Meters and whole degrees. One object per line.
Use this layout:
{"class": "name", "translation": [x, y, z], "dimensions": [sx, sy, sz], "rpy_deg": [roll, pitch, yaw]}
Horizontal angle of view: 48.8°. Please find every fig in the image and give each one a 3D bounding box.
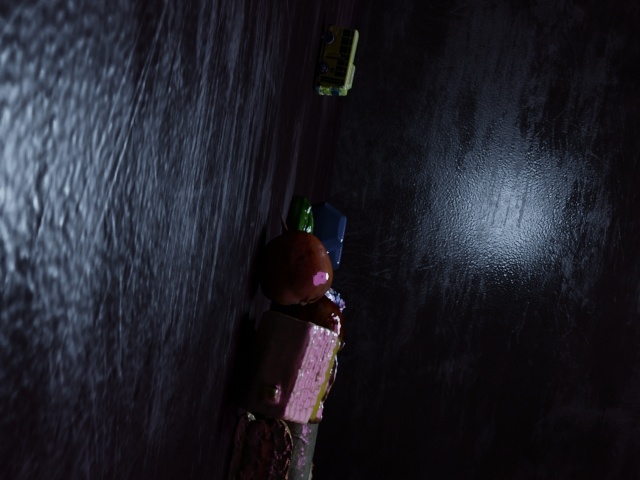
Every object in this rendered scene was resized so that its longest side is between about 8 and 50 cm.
{"class": "fig", "translation": [-0.066, 0.221, 1.824], "dimensions": [0.290, 0.190, 0.191], "rpy_deg": [-4, -107, 54]}

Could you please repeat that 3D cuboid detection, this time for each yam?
{"class": "yam", "translation": [-0.086, 0.458, 1.742], "dimensions": [0.168, 0.168, 0.304], "rpy_deg": [-42, 141, -86]}

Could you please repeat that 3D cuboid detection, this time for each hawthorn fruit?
{"class": "hawthorn fruit", "translation": [-0.054, 0.042, 1.359], "dimensions": [0.149, 0.149, 0.189], "rpy_deg": [-73, 150, -70]}

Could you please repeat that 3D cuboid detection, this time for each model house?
{"class": "model house", "translation": [-0.055, 0.242, 1.333], "dimensions": [0.234, 0.174, 0.194], "rpy_deg": [92, 18, -79]}

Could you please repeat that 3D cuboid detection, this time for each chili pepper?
{"class": "chili pepper", "translation": [-0.052, 0.001, 1.760], "dimensions": [0.100, 0.074, 0.257], "rpy_deg": [57, 34, -61]}

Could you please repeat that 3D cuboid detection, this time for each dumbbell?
{"class": "dumbbell", "translation": [0.000, 0.000, 2.190], "dimensions": [0.144, 0.160, 0.325], "rpy_deg": [-48, 169, -13]}

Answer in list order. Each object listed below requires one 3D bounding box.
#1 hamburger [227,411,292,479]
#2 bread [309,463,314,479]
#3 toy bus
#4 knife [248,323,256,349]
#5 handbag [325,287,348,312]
{"class": "hamburger", "translation": [-0.124, 0.482, 1.440], "dimensions": [0.131, 0.124, 0.262], "rpy_deg": [64, 36, -86]}
{"class": "bread", "translation": [-0.115, 0.696, 1.930], "dimensions": [0.305, 0.158, 0.306], "rpy_deg": [-167, -90, -88]}
{"class": "toy bus", "translation": [0.043, -0.473, 1.871], "dimensions": [0.088, 0.101, 0.175], "rpy_deg": [42, 59, -87]}
{"class": "knife", "translation": [-0.138, 0.220, 1.426], "dimensions": [0.207, 0.014, 0.030], "rpy_deg": [98, 3, -52]}
{"class": "handbag", "translation": [-0.024, 0.234, 2.241], "dimensions": [0.228, 0.126, 0.208], "rpy_deg": [24, 69, -43]}
